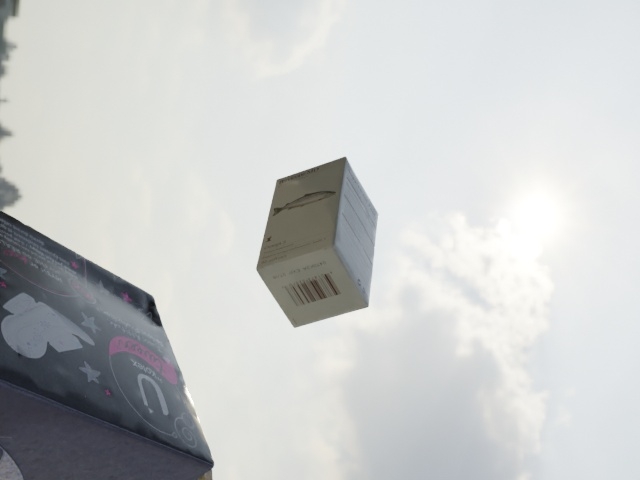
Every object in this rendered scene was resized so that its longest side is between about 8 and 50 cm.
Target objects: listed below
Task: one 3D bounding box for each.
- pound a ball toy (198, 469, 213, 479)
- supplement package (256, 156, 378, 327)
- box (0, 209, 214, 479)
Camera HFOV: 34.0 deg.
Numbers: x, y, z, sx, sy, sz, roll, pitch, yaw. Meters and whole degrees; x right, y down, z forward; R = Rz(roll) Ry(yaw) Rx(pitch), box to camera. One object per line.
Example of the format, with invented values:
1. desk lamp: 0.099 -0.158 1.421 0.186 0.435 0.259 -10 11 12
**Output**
1. pound a ball toy: -0.210 0.277 1.248 0.319 0.208 0.136 -10 -98 61
2. supplement package: 0.000 0.000 1.285 0.105 0.105 0.179 58 24 -32
3. box: -0.205 0.079 0.534 0.163 0.247 0.142 -40 -134 13
